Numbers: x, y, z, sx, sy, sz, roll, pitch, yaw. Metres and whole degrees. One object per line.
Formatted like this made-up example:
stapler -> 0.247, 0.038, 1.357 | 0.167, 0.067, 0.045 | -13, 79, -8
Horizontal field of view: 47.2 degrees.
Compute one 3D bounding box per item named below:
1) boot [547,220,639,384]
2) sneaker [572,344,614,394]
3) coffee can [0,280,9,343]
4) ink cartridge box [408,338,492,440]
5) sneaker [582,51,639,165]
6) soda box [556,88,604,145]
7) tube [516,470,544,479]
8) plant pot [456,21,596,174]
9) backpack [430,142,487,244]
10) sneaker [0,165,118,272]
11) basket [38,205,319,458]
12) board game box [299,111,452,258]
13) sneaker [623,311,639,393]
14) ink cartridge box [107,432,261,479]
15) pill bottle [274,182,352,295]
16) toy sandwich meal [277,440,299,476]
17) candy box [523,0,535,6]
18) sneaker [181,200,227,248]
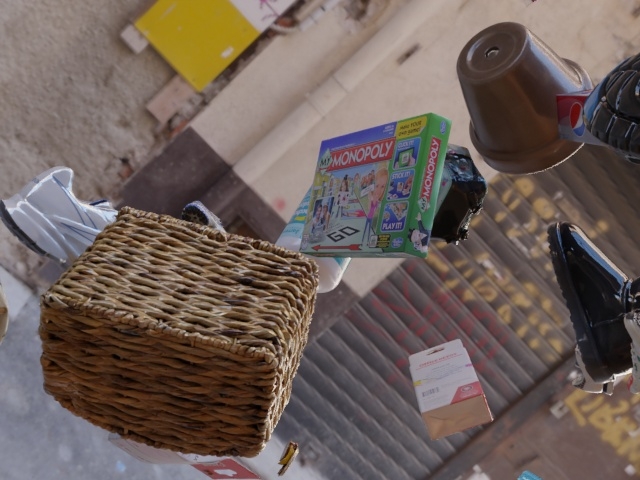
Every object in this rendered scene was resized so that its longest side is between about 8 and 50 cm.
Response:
boot -> 0.710, 0.054, 1.442 | 0.146, 0.445, 0.367 | 29, 45, -50
sneaker -> 0.644, 0.246, 1.711 | 0.095, 0.235, 0.090 | 6, 10, 25
coffee can -> -0.428, -0.007, 0.708 | 0.201, 0.201, 0.275 | 41, 11, -48
ink cartridge box -> 0.234, 0.269, 1.353 | 0.198, 0.115, 0.067 | -92, 160, -68
sneaker -> 0.372, -0.079, 0.658 | 0.140, 0.125, 0.341 | 38, 7, -31
soda box -> 0.482, -0.204, 1.198 | 0.263, 0.092, 0.083 | -119, -159, -77
tube -> 0.327, 0.358, 0.883 | 0.207, 0.080, 0.052 | 28, 27, 34
plant pot -> 0.383, -0.297, 1.427 | 0.229, 0.263, 0.263 | 42, 8, -42
backpack -> 0.229, -0.105, 1.427 | 0.144, 0.165, 0.188 | 13, 38, -6
sneaker -> -0.322, 0.018, 1.074 | 0.111, 0.129, 0.297 | 13, -33, 54
basket -> -0.172, 0.122, 0.941 | 0.299, 0.213, 0.223 | 13, 33, 6
board game box -> 0.078, -0.078, 1.196 | 0.046, 0.213, 0.317 | 15, -9, -29
sneaker -> 0.454, 0.179, 1.023 | 0.161, 0.075, 0.057 | 56, 32, -3
ink cartridge box -> -0.251, 0.398, 1.332 | 0.232, 0.066, 0.189 | 45, -37, -19
pill bottle -> 0.000, 0.000, 1.437 | 0.146, 0.264, 0.146 | 23, -29, 13
toy sandwich meal -> -0.077, 0.487, 1.638 | 0.029, 0.085, 0.085 | 34, 5, 4
candy box -> 0.519, -0.590, 1.618 | 0.071, 0.159, 0.233 | 60, 18, -8
sneaker -> -0.192, -0.019, 1.319 | 0.135, 0.052, 0.058 | 56, 15, -20
